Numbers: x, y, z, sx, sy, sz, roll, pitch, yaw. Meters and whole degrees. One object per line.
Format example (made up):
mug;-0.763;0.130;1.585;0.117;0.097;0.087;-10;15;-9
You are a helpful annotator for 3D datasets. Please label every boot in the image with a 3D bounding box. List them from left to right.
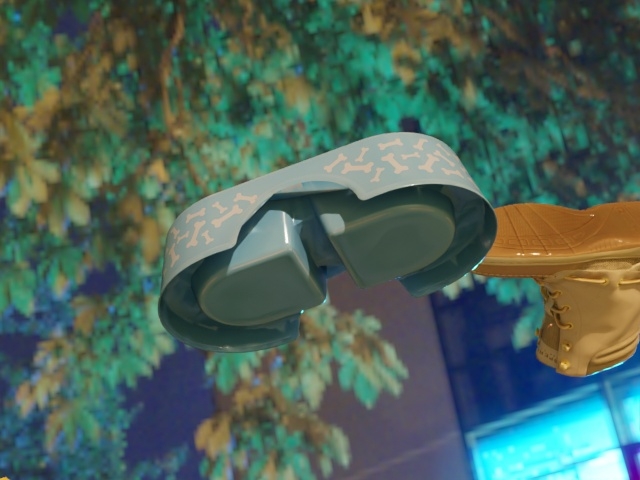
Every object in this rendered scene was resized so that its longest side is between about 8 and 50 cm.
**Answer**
boot;0.255;0.059;1.586;0.262;0.095;0.203;-5;-50;-20

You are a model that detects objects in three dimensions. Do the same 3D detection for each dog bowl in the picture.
dog bowl;0.000;0.000;1.238;0.297;0.074;0.166;-19;-36;9

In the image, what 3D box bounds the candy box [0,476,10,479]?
candy box;-0.388;0.406;1.962;0.027;0.105;0.206;-11;21;-37
